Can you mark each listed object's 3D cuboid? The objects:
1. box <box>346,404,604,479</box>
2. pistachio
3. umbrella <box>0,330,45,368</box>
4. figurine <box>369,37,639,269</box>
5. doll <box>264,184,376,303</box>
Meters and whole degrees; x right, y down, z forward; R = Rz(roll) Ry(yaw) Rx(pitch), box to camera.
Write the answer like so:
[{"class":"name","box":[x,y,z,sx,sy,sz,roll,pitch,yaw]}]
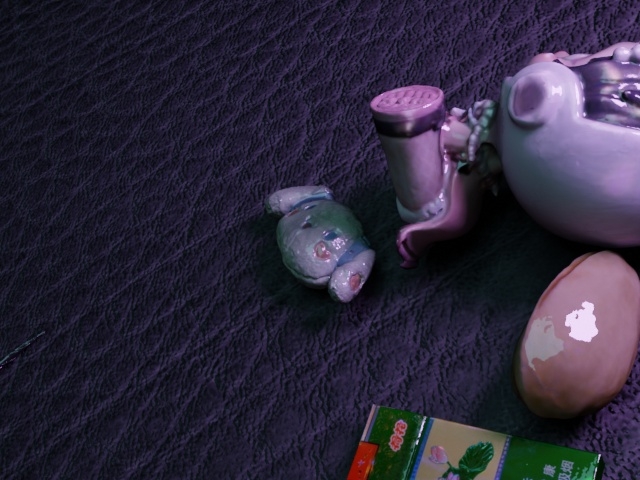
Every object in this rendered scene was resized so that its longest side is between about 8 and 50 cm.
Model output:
[{"class":"box","box":[0.138,0.243,0.853,0.235,0.034,0.132,8,60,29]},{"class":"pistachio","box":[0.248,0.092,0.861,0.185,0.126,0.108,-53,22,-23]},{"class":"umbrella","box":[-0.425,0.164,1.174,0.149,0.022,0.022,-40,26,-15]},{"class":"figurine","box":[0.251,-0.090,0.937,0.361,0.253,0.211,-9,97,28]},{"class":"doll","box":[0.000,0.000,1.068,0.103,0.071,0.214,-28,42,-7]}]
